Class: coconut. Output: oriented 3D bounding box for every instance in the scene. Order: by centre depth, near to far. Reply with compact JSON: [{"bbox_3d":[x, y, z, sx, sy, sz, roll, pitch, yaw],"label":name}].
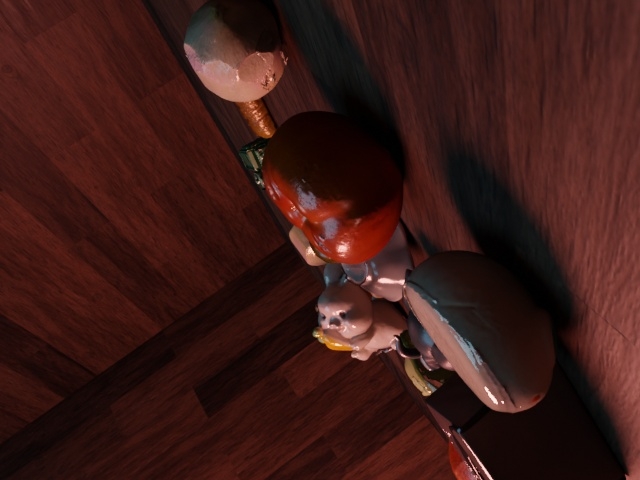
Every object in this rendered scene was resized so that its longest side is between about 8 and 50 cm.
[{"bbox_3d":[-0.142,-0.326,1.004,0.170,0.171,0.183,53,176,12],"label":"coconut"},{"bbox_3d":[0.000,0.000,1.727,0.152,0.147,0.147,48,171,30],"label":"coconut"}]

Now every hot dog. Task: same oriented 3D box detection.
[{"bbox_3d":[-0.192,-0.373,1.526,0.083,0.068,0.288,39,163,42],"label":"hot dog"}]

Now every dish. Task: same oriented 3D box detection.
[{"bbox_3d":[0.088,0.026,1.178,0.229,0.081,0.229,46,147,43],"label":"dish"}]

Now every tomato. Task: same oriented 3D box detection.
[{"bbox_3d":[0.029,-0.082,0.937,0.259,0.180,0.260,51,174,7],"label":"tomato"}]

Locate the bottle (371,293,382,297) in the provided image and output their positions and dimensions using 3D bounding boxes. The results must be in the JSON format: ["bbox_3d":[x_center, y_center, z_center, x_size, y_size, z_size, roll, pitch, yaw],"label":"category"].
[{"bbox_3d":[0.093,0.030,1.351,0.209,0.110,0.097,50,-177,31],"label":"bottle"}]

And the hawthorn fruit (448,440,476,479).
[{"bbox_3d":[0.337,0.393,1.162,0.196,0.197,0.225,48,164,47],"label":"hawthorn fruit"}]

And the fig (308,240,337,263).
[{"bbox_3d":[0.045,-0.035,1.474,0.127,0.184,0.132,18,-139,-18],"label":"fig"}]

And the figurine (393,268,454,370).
[{"bbox_3d":[0.210,0.164,1.117,0.265,0.140,0.192,117,138,-58],"label":"figurine"}]

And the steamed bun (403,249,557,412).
[{"bbox_3d":[0.217,0.109,0.779,0.228,0.131,0.177,54,174,10],"label":"steamed bun"}]

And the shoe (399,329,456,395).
[{"bbox_3d":[0.266,0.274,1.320,0.262,0.140,0.128,-127,14,-64],"label":"shoe"}]

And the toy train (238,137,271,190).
[{"bbox_3d":[-0.163,-0.238,1.830,0.154,0.115,0.269,65,171,-13],"label":"toy train"}]

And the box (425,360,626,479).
[{"bbox_3d":[0.307,0.299,0.917,0.252,0.188,0.153,53,171,-11],"label":"box"}]

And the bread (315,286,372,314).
[{"bbox_3d":[0.117,0.195,1.967,0.174,0.252,0.132,-169,87,-83],"label":"bread"}]

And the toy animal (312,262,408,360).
[{"bbox_3d":[0.107,0.200,1.663,0.310,0.247,0.183,41,164,-29],"label":"toy animal"}]
